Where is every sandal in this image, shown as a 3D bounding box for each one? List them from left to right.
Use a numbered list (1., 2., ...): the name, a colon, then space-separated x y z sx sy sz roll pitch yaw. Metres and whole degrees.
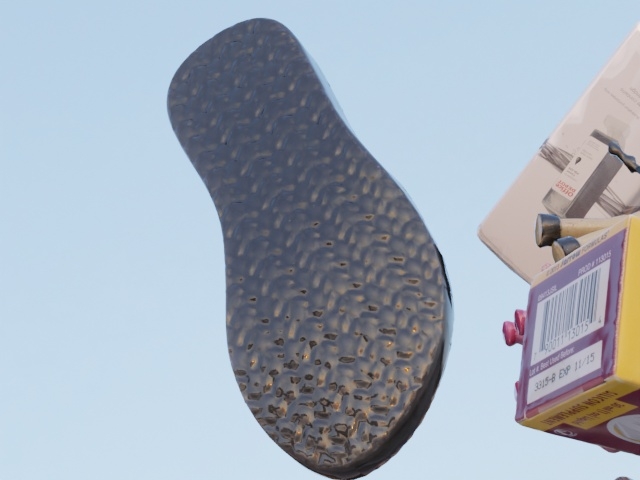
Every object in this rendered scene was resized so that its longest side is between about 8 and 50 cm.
1. sandal: 0.002 -0.002 1.195 0.168 0.445 0.107 -29 -43 10

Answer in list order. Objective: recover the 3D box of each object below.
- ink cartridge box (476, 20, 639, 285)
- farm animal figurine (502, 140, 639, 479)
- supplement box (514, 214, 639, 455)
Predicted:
1. ink cartridge box: 0.244 -0.064 1.281 0.218 0.092 0.158 -52 -19 22
2. farm animal figurine: 0.223 0.157 0.864 0.172 0.326 0.330 -7 -50 -8
3. supplement box: 0.098 0.031 0.389 0.083 0.043 0.055 15 -23 -13
